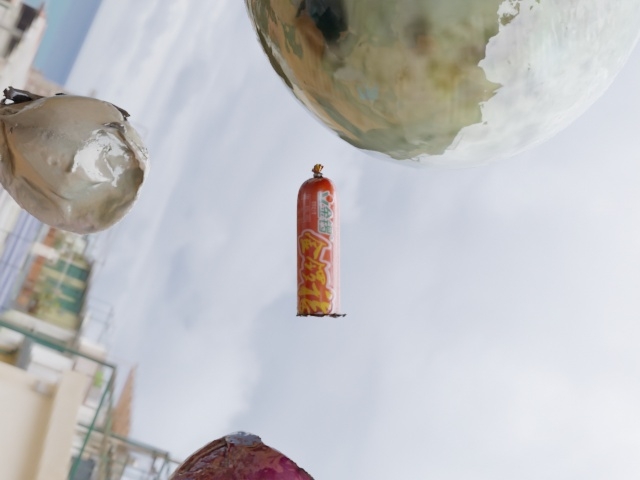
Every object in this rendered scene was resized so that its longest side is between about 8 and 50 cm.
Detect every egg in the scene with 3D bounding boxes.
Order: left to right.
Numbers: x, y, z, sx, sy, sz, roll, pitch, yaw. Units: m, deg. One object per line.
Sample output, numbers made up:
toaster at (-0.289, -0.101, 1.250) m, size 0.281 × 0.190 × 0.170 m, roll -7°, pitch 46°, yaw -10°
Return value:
egg at (0.100, -0.239, 0.810) m, size 0.345 × 0.345 × 0.428 m, roll -55°, pitch -168°, yaw 34°

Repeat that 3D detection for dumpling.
dumpling at (-0.399, -0.138, 1.608) m, size 0.204 × 0.293 × 0.163 m, roll 84°, pitch 18°, yaw -48°

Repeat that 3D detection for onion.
onion at (-0.100, 0.378, 1.183) m, size 0.230 × 0.256 × 0.272 m, roll -43°, pitch -174°, yaw -22°

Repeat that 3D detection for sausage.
sausage at (0.000, 0.000, 0.937) m, size 0.050 × 0.048 × 0.145 m, roll -6°, pitch -99°, yaw 44°
